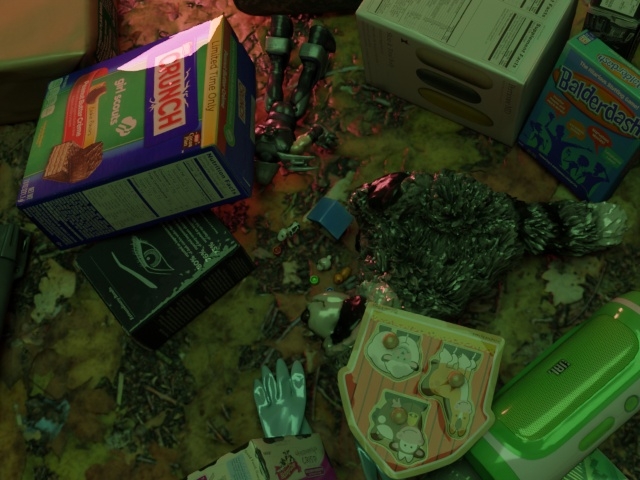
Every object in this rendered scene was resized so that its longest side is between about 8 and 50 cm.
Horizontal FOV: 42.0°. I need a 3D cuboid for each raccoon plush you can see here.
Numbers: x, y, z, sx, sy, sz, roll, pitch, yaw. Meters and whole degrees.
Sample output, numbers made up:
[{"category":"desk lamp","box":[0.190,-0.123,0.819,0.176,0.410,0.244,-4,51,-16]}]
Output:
[{"category":"raccoon plush","box":[0.200,0.077,1.106,0.446,0.216,0.299,-1,71,8]}]

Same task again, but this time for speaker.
[{"category":"speaker","box":[0.314,0.194,1.034,0.296,0.131,0.131,-38,69,-7]}]

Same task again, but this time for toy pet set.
[{"category":"toy pet set","box":[0.000,0.000,1.241,0.122,0.065,0.114,36,78,18]}]

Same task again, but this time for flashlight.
[{"category":"flashlight","box":[-0.526,0.118,1.254,0.103,0.103,0.304,0,71,11]}]

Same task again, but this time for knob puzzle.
[{"category":"knob puzzle","box":[0.112,0.186,0.983,0.213,0.030,0.213,-1,81,4]}]

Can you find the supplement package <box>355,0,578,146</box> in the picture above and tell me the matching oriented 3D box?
[{"category":"supplement package","box":[0.220,-0.312,1.253,0.262,0.199,0.198,27,76,16]}]

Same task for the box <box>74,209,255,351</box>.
[{"category":"box","box":[-0.228,0.036,1.237,0.207,0.108,0.153,-38,69,-6]}]

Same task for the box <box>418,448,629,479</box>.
[{"category":"box","box":[0.237,0.371,1.074,0.322,0.058,0.232,-40,70,-9]}]

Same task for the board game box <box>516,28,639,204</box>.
[{"category":"board game box","box":[0.379,-0.164,1.170,0.047,0.210,0.160,-33,66,-27]}]

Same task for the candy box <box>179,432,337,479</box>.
[{"category":"candy box","box":[-0.116,0.324,1.046,0.233,0.159,0.071,-34,67,22]}]

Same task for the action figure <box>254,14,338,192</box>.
[{"category":"action figure","box":[-0.055,-0.206,1.314,0.185,0.099,0.285,13,76,5]}]

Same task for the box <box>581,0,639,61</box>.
[{"category":"box","box":[0.461,-0.377,1.221,0.076,0.242,0.307,24,74,16]}]

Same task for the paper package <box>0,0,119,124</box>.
[{"category":"paper package","box":[-0.503,-0.380,1.401,0.309,0.168,0.325,-8,68,5]}]

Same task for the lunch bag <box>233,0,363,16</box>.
[{"category":"lunch bag","box":[-0.007,-0.527,1.359,0.305,0.212,0.256,-3,70,6]}]

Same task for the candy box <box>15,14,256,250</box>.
[{"category":"candy box","box":[-0.258,-0.155,1.217,0.317,0.122,0.268,-15,50,15]}]

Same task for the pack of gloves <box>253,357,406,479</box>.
[{"category":"pack of gloves","box":[0.017,0.262,1.164,0.195,0.046,0.232,-12,68,-12]}]
